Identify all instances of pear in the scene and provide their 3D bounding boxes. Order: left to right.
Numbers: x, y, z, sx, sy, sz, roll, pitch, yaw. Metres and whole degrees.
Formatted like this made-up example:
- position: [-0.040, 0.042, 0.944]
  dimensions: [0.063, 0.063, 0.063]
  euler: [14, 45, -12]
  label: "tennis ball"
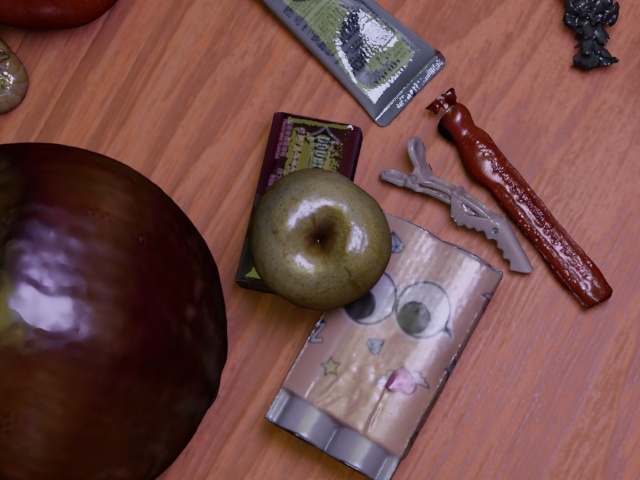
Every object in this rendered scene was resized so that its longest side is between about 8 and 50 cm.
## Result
- position: [0.000, 0.000, 1.419]
  dimensions: [0.167, 0.136, 0.167]
  euler: [0, 81, 0]
  label: "pear"

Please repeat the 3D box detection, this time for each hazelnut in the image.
- position: [-0.295, 0.100, 1.394]
  dimensions: [0.421, 0.353, 0.421]
  euler: [8, 67, -18]
  label: "hazelnut"

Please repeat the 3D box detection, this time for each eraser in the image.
- position: [0.079, 0.128, 1.475]
  dimensions: [0.171, 0.087, 0.290]
  euler: [28, 82, 16]
  label: "eraser"

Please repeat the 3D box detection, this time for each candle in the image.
- position: [0.241, -0.051, 1.521]
  dimensions: [0.051, 0.048, 0.329]
  euler: [-42, 76, 23]
  label: "candle"

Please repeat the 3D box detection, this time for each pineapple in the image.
- position: [0.336, -0.309, 1.547]
  dimensions: [0.108, 0.108, 0.197]
  euler: [0, 87, 5]
  label: "pineapple"

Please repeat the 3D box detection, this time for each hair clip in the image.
- position: [0.179, -0.044, 1.517]
  dimensions: [0.226, 0.034, 0.072]
  euler: [36, 122, 12]
  label: "hair clip"

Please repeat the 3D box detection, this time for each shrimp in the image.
- position: [-0.446, -0.233, 1.591]
  dimensions: [0.095, 0.045, 0.162]
  euler: [-46, 116, -16]
  label: "shrimp"

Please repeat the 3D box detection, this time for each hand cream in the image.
- position: [0.000, -0.301, 1.597]
  dimensions: [0.341, 0.078, 0.124]
  euler: [43, 84, 4]
  label: "hand cream"

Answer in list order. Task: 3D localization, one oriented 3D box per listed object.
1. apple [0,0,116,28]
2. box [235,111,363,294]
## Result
- position: [-0.359, -0.394, 1.564]
  dimensions: [0.260, 0.216, 0.260]
  euler: [-1, 77, 6]
  label: "apple"
- position: [-0.025, -0.041, 1.534]
  dimensions: [0.120, 0.069, 0.224]
  euler: [12, 78, 8]
  label: "box"
